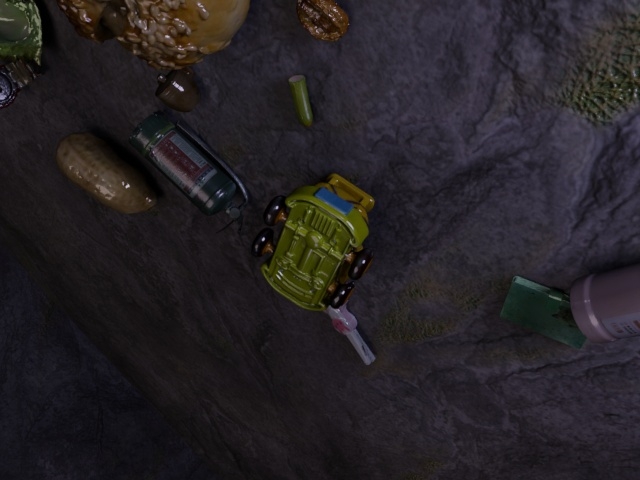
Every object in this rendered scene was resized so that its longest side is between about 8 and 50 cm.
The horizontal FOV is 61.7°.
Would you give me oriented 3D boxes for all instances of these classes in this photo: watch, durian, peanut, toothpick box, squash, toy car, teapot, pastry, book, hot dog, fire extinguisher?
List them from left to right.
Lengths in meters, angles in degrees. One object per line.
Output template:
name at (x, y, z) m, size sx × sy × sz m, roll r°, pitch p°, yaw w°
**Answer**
durian at (-0.682, -0.519, 1.017) m, size 0.198 × 0.163 × 0.394 m, roll 12°, pitch 128°, yaw 30°
watch at (-0.701, -0.353, 1.182) m, size 0.268 × 0.165 × 0.102 m, roll 1°, pitch 129°, yaw 44°
peanut at (-0.497, -0.153, 1.254) m, size 0.253 × 0.137 × 0.122 m, roll 36°, pitch 98°, yaw 6°
pastry at (-0.259, -0.373, 0.734) m, size 0.315 × 0.184 × 0.284 m, roll 40°, pitch 144°, yaw -17°
teapot at (-0.261, -0.284, 0.977) m, size 0.080 × 0.085 × 0.110 m, roll 37°, pitch 180°, yaw -34°
fire extinguisher at (-0.247, -0.128, 1.082) m, size 0.294 × 0.118 × 0.093 m, roll 44°, pitch 178°, yaw -4°
squash at (-0.030, -0.219, 0.852) m, size 0.027 × 0.027 × 0.083 m, roll 15°, pitch 137°, yaw 30°
toy car at (0.000, 0.000, 0.955) m, size 0.200 × 0.142 × 0.248 m, roll 35°, pitch 133°, yaw 6°
hot dog at (0.000, -0.309, 0.727) m, size 0.083 × 0.035 × 0.058 m, roll 43°, pitch 147°, yaw -3°
book at (0.364, 0.115, 0.857) m, size 0.135 × 0.017 × 0.103 m, roll 23°, pitch 140°, yaw 22°
toothpick box at (0.421, 0.075, 0.699) m, size 0.098 × 0.098 × 0.149 m, roll 48°, pitch 143°, yaw -10°

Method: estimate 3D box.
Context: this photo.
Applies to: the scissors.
scissors at (0.050, 0.179, 1.183) m, size 0.118 × 0.030 × 0.242 m, roll -13°, pitch 116°, yaw 48°
